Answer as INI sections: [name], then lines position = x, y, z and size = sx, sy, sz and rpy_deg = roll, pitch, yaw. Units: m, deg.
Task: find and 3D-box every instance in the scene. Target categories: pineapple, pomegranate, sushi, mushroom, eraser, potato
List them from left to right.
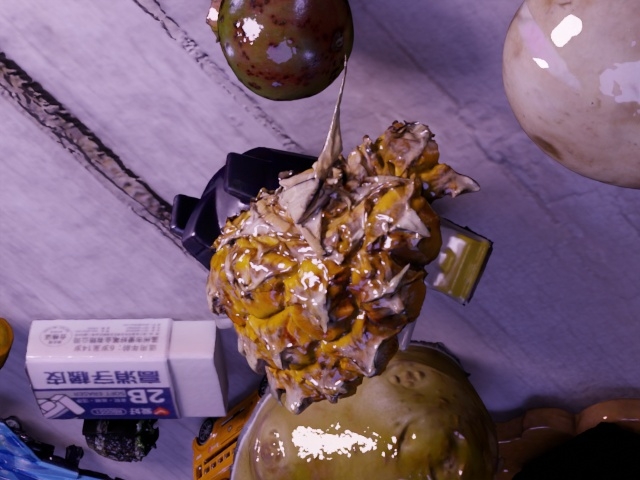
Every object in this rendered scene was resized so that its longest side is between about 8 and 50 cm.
[sushi]
position = -0.235, 0.228, 1.939
size = 0.084, 0.056, 0.083
rpy_deg = 4, 141, 0
[eraser]
position = -0.213, 0.145, 1.827
size = 0.210, 0.068, 0.124
rpy_deg = -1, 138, 5
[pomegranate]
position = -0.036, -0.176, 1.380
size = 0.130, 0.130, 0.130
rpy_deg = 2, 141, 2
[pineapple]
position = 0.000, 0.032, 1.408
size = 0.158, 0.161, 0.334
rpy_deg = 24, 122, -27
[potato]
position = 0.054, 0.259, 1.775
size = 0.299, 0.196, 0.246
rpy_deg = -31, 127, 3
[mushroom]
position = 0.268, -0.146, 1.346
size = 0.255, 0.184, 0.255
rpy_deg = 3, 144, 2

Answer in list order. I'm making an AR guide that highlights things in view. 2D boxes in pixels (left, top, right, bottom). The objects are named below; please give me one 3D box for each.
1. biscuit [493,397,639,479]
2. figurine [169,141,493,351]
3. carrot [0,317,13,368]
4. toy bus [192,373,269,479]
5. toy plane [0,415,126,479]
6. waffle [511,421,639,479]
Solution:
[biscuit]
position = 0.318, 0.249, 1.939
size = 0.288, 0.044, 0.202
rpy_deg = -3, 143, 9
[figurine]
position = -0.002, 0.000, 1.577
size = 0.308, 0.143, 0.308
rpy_deg = -6, 127, -7
[carrot]
position = -0.406, 0.135, 1.822
size = 0.082, 0.082, 0.173
rpy_deg = 28, 142, -27
[toy bus]
position = -0.068, 0.230, 1.905
size = 0.083, 0.088, 0.194
rpy_deg = 26, 135, -27
[toy plane]
position = -0.347, 0.268, 1.985
size = 0.246, 0.078, 0.169
rpy_deg = 8, 141, -16
[waffle]
position = 0.372, 0.297, 1.922
size = 0.274, 0.057, 0.168
rpy_deg = 21, 138, -24
